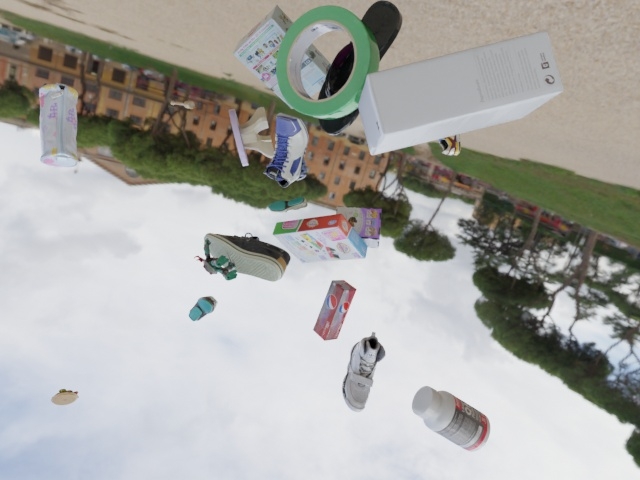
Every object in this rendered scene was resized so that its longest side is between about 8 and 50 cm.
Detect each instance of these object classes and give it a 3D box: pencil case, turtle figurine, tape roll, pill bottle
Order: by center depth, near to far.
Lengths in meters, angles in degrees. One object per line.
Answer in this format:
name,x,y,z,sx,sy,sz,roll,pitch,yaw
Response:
tape roll,0.017,-0.536,1.412,0.321,0.321,0.077,24,-164,26
pencil case,-0.868,-0.380,1.545,0.124,0.272,0.114,-10,170,38
turtle figurine,-0.436,0.091,1.954,0.175,0.118,0.234,42,170,-32
pill bottle,0.551,0.753,1.981,0.319,0.176,0.176,33,-170,-15

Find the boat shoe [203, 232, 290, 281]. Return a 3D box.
boat shoe,-0.367,0.062,2.307,0.501,0.186,0.156,16,-138,26

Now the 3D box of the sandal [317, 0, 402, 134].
sandal,0.097,-0.562,1.499,0.168,0.445,0.107,35,-163,27

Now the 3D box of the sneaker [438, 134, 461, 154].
sneaker,0.558,-0.461,2.029,0.084,0.185,0.069,0,158,-15

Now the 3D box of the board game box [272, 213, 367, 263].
board game box,0.000,0.000,1.907,0.317,0.064,0.242,-6,144,32

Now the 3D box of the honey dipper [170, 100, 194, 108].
honey dipper,-0.577,-0.569,1.927,0.161,0.030,0.031,21,-167,41

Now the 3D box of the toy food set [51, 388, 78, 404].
toy food set,-0.867,0.533,1.575,0.083,0.083,0.020,41,-161,-48

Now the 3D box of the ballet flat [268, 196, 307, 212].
ballet flat,-0.133,-0.139,1.923,0.168,0.057,0.052,-9,145,18

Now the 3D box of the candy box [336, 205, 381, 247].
candy box,0.158,-0.059,1.987,0.197,0.070,0.164,5,-125,7

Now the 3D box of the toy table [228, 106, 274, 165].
toy table,-0.313,-0.488,2.132,0.161,0.274,0.252,-13,178,-4

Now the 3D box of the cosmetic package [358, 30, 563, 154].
cosmetic package,0.344,-0.372,1.210,0.454,0.161,0.230,-15,178,-2

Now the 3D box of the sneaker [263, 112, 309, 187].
sneaker,-0.143,-0.341,1.899,0.128,0.315,0.182,19,-134,23

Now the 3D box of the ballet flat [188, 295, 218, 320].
ballet flat,-0.592,0.333,2.378,0.095,0.280,0.096,55,-133,-3

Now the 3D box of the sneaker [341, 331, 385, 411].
sneaker,0.206,0.614,2.211,0.138,0.210,0.365,19,-132,-5

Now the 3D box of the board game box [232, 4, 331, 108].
board game box,-0.130,-0.658,1.698,0.224,0.097,0.303,-22,132,39

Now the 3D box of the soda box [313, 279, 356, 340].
soda box,0.062,0.309,2.051,0.084,0.263,0.092,3,-156,-44
